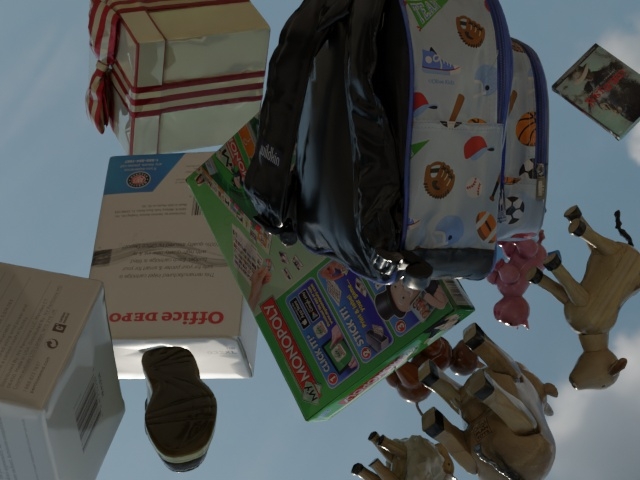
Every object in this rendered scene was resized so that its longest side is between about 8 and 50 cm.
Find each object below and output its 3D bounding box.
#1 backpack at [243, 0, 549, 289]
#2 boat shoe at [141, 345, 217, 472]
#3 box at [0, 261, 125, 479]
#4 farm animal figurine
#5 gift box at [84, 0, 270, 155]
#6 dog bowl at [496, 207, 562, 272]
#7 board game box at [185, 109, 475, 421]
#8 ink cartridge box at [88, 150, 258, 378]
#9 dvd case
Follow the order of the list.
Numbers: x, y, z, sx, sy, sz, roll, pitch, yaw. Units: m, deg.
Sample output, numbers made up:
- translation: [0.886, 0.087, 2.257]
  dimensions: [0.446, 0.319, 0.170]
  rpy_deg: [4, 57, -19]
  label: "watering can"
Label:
- translation: [0.077, -0.108, 1.138]
  dimensions: [0.213, 0.264, 0.276]
  rpy_deg: [-9, -166, -28]
  label: "backpack"
- translation: [-0.156, 0.195, 1.442]
  dimensions: [0.080, 0.073, 0.223]
  rpy_deg: [-9, -154, -10]
  label: "boat shoe"
- translation: [-0.399, 0.140, 1.342]
  dimensions: [0.345, 0.215, 0.168]
  rpy_deg: [10, -133, 9]
  label: "box"
- translation: [0.215, 0.153, 1.426]
  dimensions: [0.330, 0.172, 0.327]
  rpy_deg: [-36, -160, 36]
  label: "farm animal figurine"
- translation: [-0.257, -0.293, 2.113]
  dimensions: [0.258, 0.255, 0.276]
  rpy_deg: [-12, -142, -25]
  label: "gift box"
- translation: [0.240, -0.044, 1.794]
  dimensions: [0.074, 0.166, 0.297]
  rpy_deg: [-40, -158, 20]
  label: "dog bowl"
- translation: [0.000, 0.000, 1.376]
  dimensions: [0.213, 0.046, 0.317]
  rpy_deg: [-40, -115, 27]
  label: "board game box"
- translation: [-0.198, 0.034, 1.845]
  dimensions: [0.223, 0.129, 0.308]
  rpy_deg: [-1, -123, 8]
  label: "ink cartridge box"
- translation: [0.373, -0.194, 1.696]
  dimensions: [0.087, 0.013, 0.119]
  rpy_deg: [-44, -118, -6]
  label: "dvd case"
